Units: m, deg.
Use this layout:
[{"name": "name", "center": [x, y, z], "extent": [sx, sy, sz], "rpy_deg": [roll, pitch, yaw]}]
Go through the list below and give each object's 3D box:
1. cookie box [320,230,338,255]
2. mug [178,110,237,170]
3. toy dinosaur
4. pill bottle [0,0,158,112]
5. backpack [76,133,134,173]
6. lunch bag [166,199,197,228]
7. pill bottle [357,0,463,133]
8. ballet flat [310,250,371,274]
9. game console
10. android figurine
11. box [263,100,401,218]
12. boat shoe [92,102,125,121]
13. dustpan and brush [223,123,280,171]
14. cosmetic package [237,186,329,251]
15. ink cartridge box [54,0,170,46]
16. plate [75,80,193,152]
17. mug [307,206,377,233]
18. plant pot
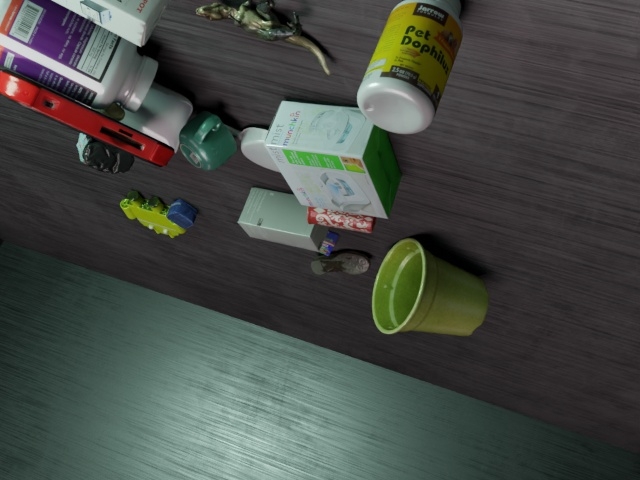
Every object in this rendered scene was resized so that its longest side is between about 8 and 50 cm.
[{"name": "cookie box", "center": [0.000, 0.000, 2.000], "extent": [0.092, 0.040, 0.107], "rpy_deg": [23, 158, -1]}, {"name": "mug", "center": [-0.285, -0.243, 1.555], "extent": [0.129, 0.097, 0.157], "rpy_deg": [31, 156, 34]}, {"name": "toy dinosaur", "center": [-0.084, -0.382, 1.137], "extent": [0.268, 0.064, 0.118], "rpy_deg": [23, 166, -11]}, {"name": "pill bottle", "center": [-0.511, -0.392, 1.323], "extent": [0.323, 0.181, 0.181], "rpy_deg": [25, 160, -26]}, {"name": "backpack", "center": [-0.593, -0.262, 1.739], "extent": [0.152, 0.115, 0.182], "rpy_deg": [20, -155, -41]}, {"name": "lunch bag", "center": [-0.469, -0.091, 2.197], "extent": [0.067, 0.065, 0.098], "rpy_deg": [-21, 134, 39]}, {"name": "pill bottle", "center": [0.141, -0.275, 0.957], "extent": [0.117, 0.215, 0.117], "rpy_deg": [19, 159, 7]}, {"name": "ballet flat", "center": [0.071, 0.071, 2.097], "extent": [0.250, 0.058, 0.084], "rpy_deg": [-10, 107, 45]}, {"name": "game console", "center": [-0.545, -0.284, 1.452], "extent": [0.387, 0.060, 0.342], "rpy_deg": [25, -177, -37]}, {"name": "android figurine", "center": [-0.607, -0.087, 2.354], "extent": [0.248, 0.056, 0.273], "rpy_deg": [17, 157, 11]}, {"name": "box", "center": [0.036, -0.178, 1.424], "extent": [0.231, 0.126, 0.262], "rpy_deg": [10, 157, 22]}, {"name": "boat shoe", "center": [-0.526, -0.332, 1.529], "extent": [0.135, 0.050, 0.045], "rpy_deg": [30, 158, -27]}, {"name": "dustpan and brush", "center": [-0.171, -0.242, 1.574], "extent": [0.211, 0.060, 0.147], "rpy_deg": [13, 157, 2]}, {"name": "cosmetic package", "center": [-0.098, -0.061, 1.831], "extent": [0.238, 0.127, 0.107], "rpy_deg": [9, 156, 25]}, {"name": "ink cartridge box", "center": [-0.366, -0.452, 1.118], "extent": [0.191, 0.139, 0.082], "rpy_deg": [25, 157, -11]}, {"name": "plate", "center": [-0.462, -0.340, 1.588], "extent": [0.278, 0.045, 0.277], "rpy_deg": [23, 155, -13]}, {"name": "mug", "center": [0.060, -0.086, 1.645], "extent": [0.169, 0.113, 0.150], "rpy_deg": [14, 160, 11]}, {"name": "plant pot", "center": [0.324, 0.157, 1.820], "extent": [0.254, 0.276, 0.276], "rpy_deg": [16, 162, -20]}]
